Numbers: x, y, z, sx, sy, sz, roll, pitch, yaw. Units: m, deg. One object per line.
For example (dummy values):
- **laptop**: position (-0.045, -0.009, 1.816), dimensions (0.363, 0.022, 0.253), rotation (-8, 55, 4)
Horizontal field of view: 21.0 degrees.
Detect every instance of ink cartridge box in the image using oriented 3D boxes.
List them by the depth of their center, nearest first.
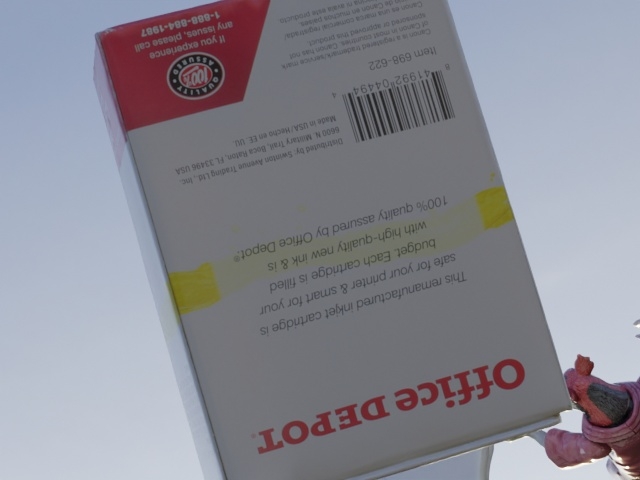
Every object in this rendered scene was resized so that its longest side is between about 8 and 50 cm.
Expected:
- **ink cartridge box**: position (0.000, 0.000, 1.378), dimensions (0.279, 0.385, 0.160), rotation (-15, -7, -12)

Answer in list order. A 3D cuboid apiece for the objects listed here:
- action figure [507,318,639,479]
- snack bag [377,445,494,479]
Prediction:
- **action figure**: position (0.398, 0.258, 2.141), dimensions (0.248, 0.276, 0.370), rotation (-46, -45, 11)
- **snack bag**: position (0.049, 0.350, 1.737), dimensions (0.037, 0.342, 0.323), rotation (20, -15, -29)
